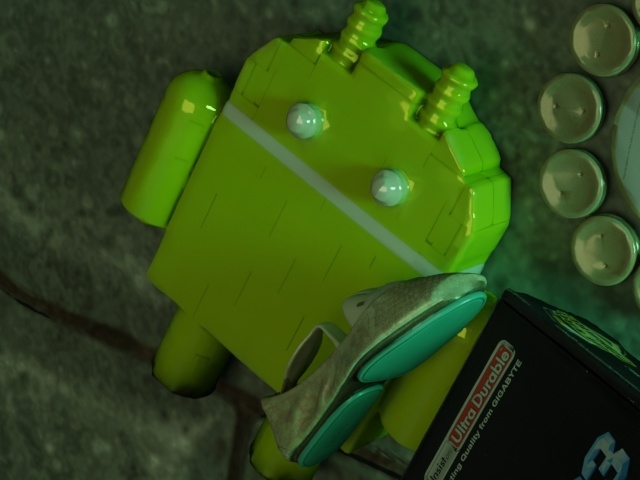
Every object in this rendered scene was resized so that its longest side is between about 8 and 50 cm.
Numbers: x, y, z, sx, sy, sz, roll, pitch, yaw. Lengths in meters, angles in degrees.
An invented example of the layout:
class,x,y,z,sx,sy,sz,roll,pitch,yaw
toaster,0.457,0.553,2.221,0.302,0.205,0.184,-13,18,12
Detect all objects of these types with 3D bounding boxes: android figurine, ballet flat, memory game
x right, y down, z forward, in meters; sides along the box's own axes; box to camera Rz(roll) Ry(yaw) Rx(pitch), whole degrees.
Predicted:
class,x,y,z,sx,sy,sz,roll,pitch,yaw
android figurine,0.000,0.000,0.998,0.248,0.056,0.273,41,122,21
ballet flat,0.019,0.055,0.929,0.168,0.057,0.052,-48,64,36
memory game,0.187,-0.045,0.881,0.186,0.012,0.186,8,104,34

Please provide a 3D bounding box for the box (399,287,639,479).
class,x,y,z,sx,sy,sz,roll,pitch,yaw
box,0.112,0.214,0.835,0.295,0.073,0.293,-61,36,11
